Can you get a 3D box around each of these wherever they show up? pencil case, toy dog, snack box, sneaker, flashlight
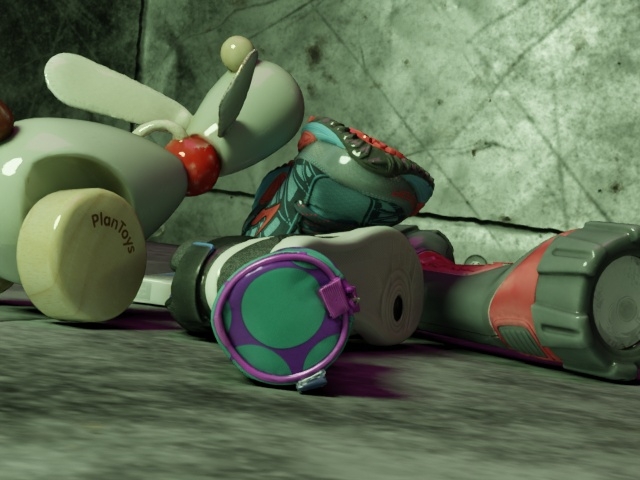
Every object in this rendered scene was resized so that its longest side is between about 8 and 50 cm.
[{"bbox_3d":[-0.014,0.036,0.685,0.070,0.064,0.151,-9,1,1],"label":"pencil case"},{"bbox_3d":[-0.145,-0.078,0.914,0.220,0.161,0.333,-5,24,17],"label":"toy dog"},{"bbox_3d":[-0.106,0.041,1.120,0.064,0.022,0.178,6,1,8],"label":"snack box"},{"bbox_3d":[0.000,0.000,0.985,0.104,0.125,0.262,27,-17,-7],"label":"sneaker"},{"bbox_3d":[0.124,0.030,0.973,0.103,0.103,0.304,5,2,-29],"label":"flashlight"},{"bbox_3d":[-0.022,0.026,0.882,0.121,0.079,0.217,2,-5,27],"label":"sneaker"}]
